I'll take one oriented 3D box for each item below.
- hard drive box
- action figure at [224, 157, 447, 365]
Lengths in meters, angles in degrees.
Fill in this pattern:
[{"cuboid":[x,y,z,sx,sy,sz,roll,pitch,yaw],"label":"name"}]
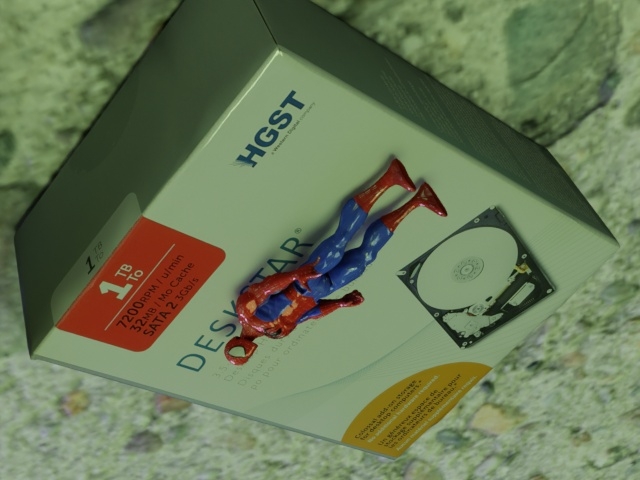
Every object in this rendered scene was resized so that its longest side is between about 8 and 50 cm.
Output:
[{"cuboid":[0.000,0.000,0.505,0.232,0.089,0.181,23,118,-36],"label":"hard drive box"},{"cuboid":[0.001,0.015,0.437,0.115,0.030,0.038,-40,138,18],"label":"action figure"}]
